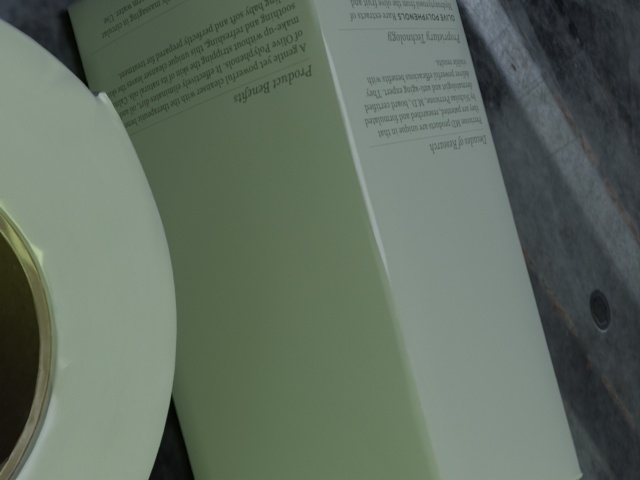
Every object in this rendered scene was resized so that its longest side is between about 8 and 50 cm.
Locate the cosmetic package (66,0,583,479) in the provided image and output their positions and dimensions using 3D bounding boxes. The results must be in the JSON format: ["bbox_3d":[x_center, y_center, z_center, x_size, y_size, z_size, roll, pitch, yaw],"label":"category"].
[{"bbox_3d":[0.000,0.000,0.624,0.155,0.197,0.366,-17,92,-51],"label":"cosmetic package"}]

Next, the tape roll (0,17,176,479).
[{"bbox_3d":[-0.196,0.036,0.368,0.246,0.169,0.246,-5,96,-51],"label":"tape roll"}]
